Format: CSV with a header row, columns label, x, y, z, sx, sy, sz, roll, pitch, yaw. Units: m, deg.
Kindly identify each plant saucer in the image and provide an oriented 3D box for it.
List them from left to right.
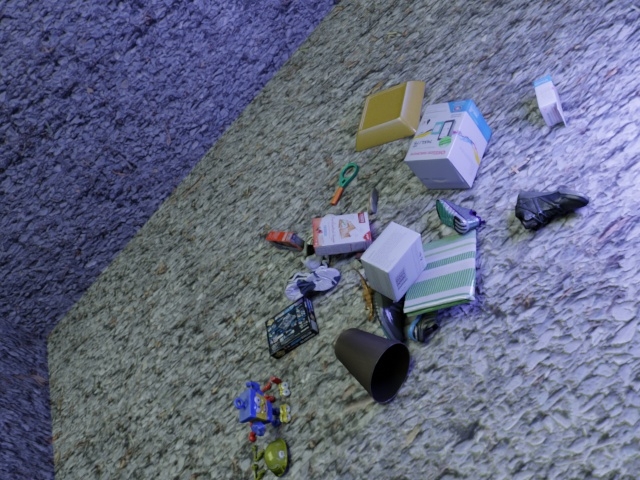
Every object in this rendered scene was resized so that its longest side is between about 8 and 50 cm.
label,x,y,z,sx,sy,sz,roll,pitch,yaw
plant saucer,0.311,-0.604,2.376,0.333,0.081,0.332,-10,54,38

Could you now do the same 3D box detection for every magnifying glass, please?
label,x,y,z,sx,sy,sz,roll,pitch,yaw
magnifying glass,0.106,-0.264,2.341,0.092,0.026,0.230,8,66,46

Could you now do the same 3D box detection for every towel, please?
label,x,y,z,sx,sy,sz,roll,pitch,yaw
towel,0.405,0.106,1.693,0.248,0.038,0.324,-20,31,31

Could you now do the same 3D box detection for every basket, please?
label,x,y,z,sx,sy,sz,roll,pitch,yaw
basket,0.159,0.391,1.670,0.227,0.154,0.204,22,97,55

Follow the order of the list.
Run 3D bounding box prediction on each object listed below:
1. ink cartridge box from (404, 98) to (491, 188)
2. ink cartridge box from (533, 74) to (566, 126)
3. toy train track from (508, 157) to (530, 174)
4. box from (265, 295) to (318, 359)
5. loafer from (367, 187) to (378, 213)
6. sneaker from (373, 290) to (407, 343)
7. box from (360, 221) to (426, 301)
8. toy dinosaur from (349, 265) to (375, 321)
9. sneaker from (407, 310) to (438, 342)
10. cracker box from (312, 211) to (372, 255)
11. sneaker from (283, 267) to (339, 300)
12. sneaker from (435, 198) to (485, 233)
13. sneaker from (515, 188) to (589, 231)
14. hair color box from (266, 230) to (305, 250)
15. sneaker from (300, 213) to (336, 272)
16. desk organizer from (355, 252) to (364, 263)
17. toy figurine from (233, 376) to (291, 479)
label,x,y,z,sx,sy,sz,roll,pitch,yaw
ink cartridge box,0.486,-0.357,1.917,0.198,0.197,0.270,5,64,46
ink cartridge box,0.809,-0.480,1.782,0.062,0.104,0.181,-20,47,32
toy train track,0.701,-0.265,1.785,0.083,0.014,0.048,-37,41,14
box,-0.121,0.352,2.041,0.220,0.051,0.175,-36,41,17
loafer,0.216,-0.169,2.147,0.039,0.045,0.125,-22,49,40
sneaker,0.255,0.198,1.752,0.140,0.125,0.340,-15,56,10
box,0.245,0.071,1.669,0.119,0.181,0.182,28,65,35
toy dinosaur,0.172,0.186,1.841,0.064,0.112,0.211,-19,82,8
sneaker,0.361,0.255,1.663,0.078,0.067,0.188,31,72,19
cracker box,0.087,-0.027,2.059,0.232,0.067,0.155,-7,49,4
sneaker,-0.043,0.161,2.085,0.235,0.094,0.153,-28,18,-2
sneaker,0.498,-0.092,1.814,0.098,0.083,0.223,-13,31,-9
sneaker,0.715,-0.090,1.578,0.228,0.087,0.130,1,62,47
hair color box,-0.161,0.003,2.326,0.167,0.093,0.053,2,62,45
sneaker,0.000,0.000,2.159,0.110,0.118,0.292,-9,53,42
desk organizer,0.205,0.054,1.975,0.130,0.047,0.050,-8,53,40
toy figurine,-0.244,0.640,1.797,0.191,0.217,0.362,-29,43,24
